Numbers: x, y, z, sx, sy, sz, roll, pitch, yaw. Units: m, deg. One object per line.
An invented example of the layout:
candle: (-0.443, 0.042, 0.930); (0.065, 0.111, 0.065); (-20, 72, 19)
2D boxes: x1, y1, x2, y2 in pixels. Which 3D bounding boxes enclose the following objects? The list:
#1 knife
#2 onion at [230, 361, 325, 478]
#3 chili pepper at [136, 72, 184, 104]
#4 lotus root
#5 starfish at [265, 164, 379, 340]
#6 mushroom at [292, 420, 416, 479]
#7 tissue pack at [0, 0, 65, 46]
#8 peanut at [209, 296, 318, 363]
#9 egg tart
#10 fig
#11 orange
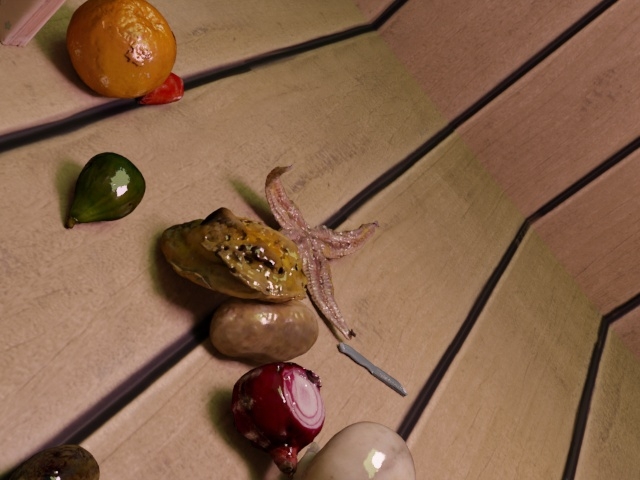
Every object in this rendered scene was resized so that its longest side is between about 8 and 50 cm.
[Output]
knife: (0.112, 0.275, 2.234); (0.210, 0.015, 0.028); (38, 22, -28)
onion: (-0.080, 0.309, 1.765); (0.173, 0.135, 0.198); (33, 46, -38)
chili pepper: (-0.341, -0.326, 2.209); (0.073, 0.070, 0.123); (42, 24, 19)
lotus root: (-0.345, 0.314, 1.354); (0.089, 0.080, 0.179); (54, 24, 4)
starfish: (-0.011, 0.002, 2.262); (0.398, 0.132, 0.384); (49, 29, -37)
mushroom: (0.043, 0.416, 1.742); (0.202, 0.246, 0.246); (22, 6, 36)
tissue pack: (-0.497, -0.520, 1.904); (0.170, 0.325, 0.071); (58, 26, 15)
peanut: (-0.106, 0.159, 1.899); (0.224, 0.129, 0.129); (13, 45, -40)
egg tart: (-0.144, 0.016, 1.898); (0.297, 0.132, 0.297); (18, 18, -6)
fig: (-0.375, -0.078, 1.802); (0.117, 0.117, 0.177); (47, 37, -10)
orange: (-0.391, -0.381, 2.055); (0.219, 0.193, 0.219); (35, 17, -12)
